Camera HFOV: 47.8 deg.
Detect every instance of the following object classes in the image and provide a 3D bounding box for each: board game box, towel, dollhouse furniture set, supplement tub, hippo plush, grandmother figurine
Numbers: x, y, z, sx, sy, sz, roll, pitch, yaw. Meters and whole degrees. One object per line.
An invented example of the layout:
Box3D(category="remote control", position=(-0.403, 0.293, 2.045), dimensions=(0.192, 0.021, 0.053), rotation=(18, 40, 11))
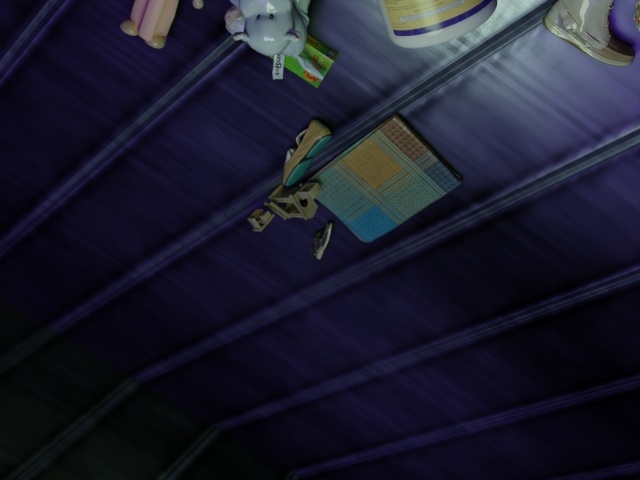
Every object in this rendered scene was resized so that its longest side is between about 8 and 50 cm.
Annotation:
Box3D(category="board game box", position=(-0.058, -0.471, 1.798), dimensions=(0.181, 0.043, 0.092), rotation=(32, 134, -6))
Box3D(category="towel", position=(0.166, -0.159, 1.986), dimensions=(0.271, 0.040, 0.370), rotation=(42, 130, -16))
Box3D(category="dollhouse furniture set", position=(-0.085, -0.072, 2.034), dimensions=(0.182, 0.161, 0.101), rotation=(3, 135, 52))
Box3D(category="supplement tub", position=(0.205, -0.588, 1.457), dimensions=(0.241, 0.241, 0.331), rotation=(-7, 126, 27))
Box3D(category="hippo plush", position=(-0.134, -0.496, 1.628), dimensions=(0.234, 0.236, 0.294), rotation=(3, 111, 13))
Box3D(category="grandmother figurine", position=(-0.377, -0.630, 1.753), dimensions=(0.207, 0.104, 0.342), rotation=(19, 137, -14))

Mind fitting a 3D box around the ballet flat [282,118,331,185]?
Box3D(category="ballet flat", position=(-0.049, -0.244, 1.987), dimensions=(0.073, 0.080, 0.232), rotation=(53, 131, 12))

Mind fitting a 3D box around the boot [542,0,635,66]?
Box3D(category="boot", position=(0.599, -0.474, 1.511), dimensions=(0.213, 0.077, 0.165), rotation=(29, 132, 1))

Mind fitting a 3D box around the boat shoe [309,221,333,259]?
Box3D(category="boat shoe", position=(0.000, 0.000, 2.175), dimensions=(0.049, 0.056, 0.152), rotation=(19, 134, -2))

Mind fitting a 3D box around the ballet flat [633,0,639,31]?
Box3D(category="ballet flat", position=(0.686, -0.519, 1.436), dimensions=(0.091, 0.077, 0.241), rotation=(8, 131, 17))
